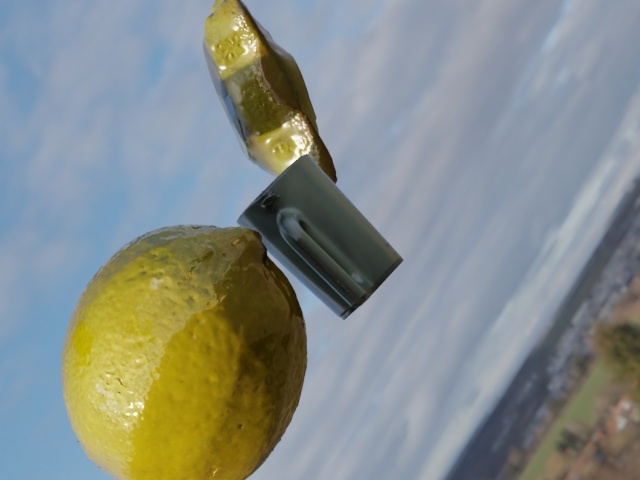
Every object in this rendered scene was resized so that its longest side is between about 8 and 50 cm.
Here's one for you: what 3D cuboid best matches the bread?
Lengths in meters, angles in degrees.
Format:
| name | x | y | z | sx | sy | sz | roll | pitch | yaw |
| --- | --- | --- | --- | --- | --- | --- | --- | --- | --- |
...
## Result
| name | x | y | z | sx | sy | sz | roll | pitch | yaw |
| --- | --- | --- | --- | --- | --- | --- | --- | --- | --- |
| bread | -0.065 | -0.160 | 1.704 | 0.088 | 0.233 | 0.161 | -27 | 12 | -12 |

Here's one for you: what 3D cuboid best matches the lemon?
| name | x | y | z | sx | sy | sz | roll | pitch | yaw |
| --- | --- | --- | --- | --- | --- | --- | --- | --- | --- |
| lemon | -0.127 | 0.116 | 1.448 | 0.236 | 0.235 | 0.263 | -20 | -71 | -76 |

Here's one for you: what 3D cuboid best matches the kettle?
| name | x | y | z | sx | sy | sz | roll | pitch | yaw |
| --- | --- | --- | --- | --- | --- | --- | --- | --- | --- |
| kettle | 0.004 | -0.004 | 1.529 | 0.098 | 0.148 | 0.127 | -43 | -3 | -19 |
